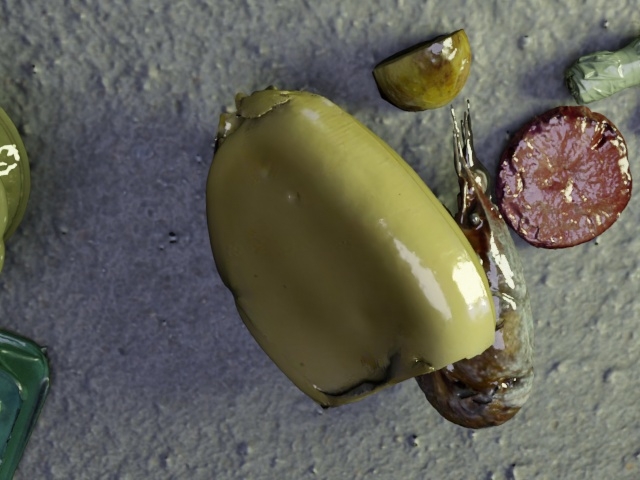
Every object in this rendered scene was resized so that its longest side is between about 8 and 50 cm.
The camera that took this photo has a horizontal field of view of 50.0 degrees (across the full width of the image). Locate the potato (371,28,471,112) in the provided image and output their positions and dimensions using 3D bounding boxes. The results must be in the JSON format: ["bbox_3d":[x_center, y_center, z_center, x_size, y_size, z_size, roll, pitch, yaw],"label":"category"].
[{"bbox_3d":[0.104,-0.157,0.658,0.096,0.103,0.066,-25,102,9],"label":"potato"}]

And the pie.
[{"bbox_3d":[0.256,-0.063,0.720,0.154,0.036,0.155,0,107,0],"label":"pie"}]

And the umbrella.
[{"bbox_3d":[0.315,-0.178,0.675,0.143,0.062,0.067,-20,141,16],"label":"umbrella"}]

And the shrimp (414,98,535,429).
[{"bbox_3d":[0.144,0.029,0.708,0.116,0.145,0.343,-11,100,-39],"label":"shrimp"}]

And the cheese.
[{"bbox_3d":[0.000,0.000,0.655,0.259,0.128,0.316,-37,88,37],"label":"cheese"}]

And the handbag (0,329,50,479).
[{"bbox_3d":[-0.474,0.203,0.764,0.274,0.100,0.269,26,106,-8],"label":"handbag"}]

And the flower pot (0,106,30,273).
[{"bbox_3d":[-0.414,-0.037,0.620,0.307,0.244,0.308,0,107,2],"label":"flower pot"}]
